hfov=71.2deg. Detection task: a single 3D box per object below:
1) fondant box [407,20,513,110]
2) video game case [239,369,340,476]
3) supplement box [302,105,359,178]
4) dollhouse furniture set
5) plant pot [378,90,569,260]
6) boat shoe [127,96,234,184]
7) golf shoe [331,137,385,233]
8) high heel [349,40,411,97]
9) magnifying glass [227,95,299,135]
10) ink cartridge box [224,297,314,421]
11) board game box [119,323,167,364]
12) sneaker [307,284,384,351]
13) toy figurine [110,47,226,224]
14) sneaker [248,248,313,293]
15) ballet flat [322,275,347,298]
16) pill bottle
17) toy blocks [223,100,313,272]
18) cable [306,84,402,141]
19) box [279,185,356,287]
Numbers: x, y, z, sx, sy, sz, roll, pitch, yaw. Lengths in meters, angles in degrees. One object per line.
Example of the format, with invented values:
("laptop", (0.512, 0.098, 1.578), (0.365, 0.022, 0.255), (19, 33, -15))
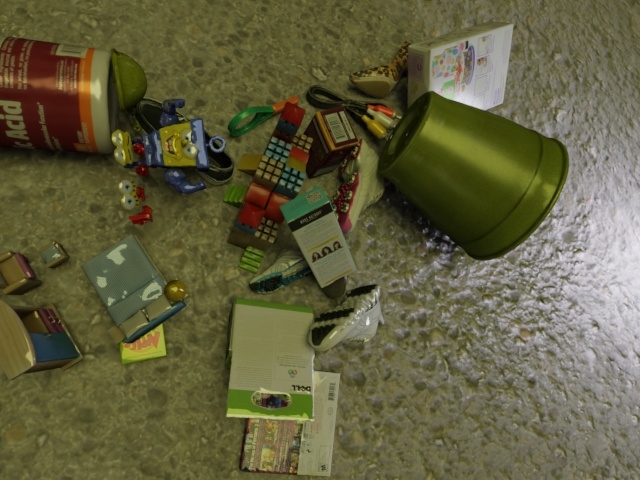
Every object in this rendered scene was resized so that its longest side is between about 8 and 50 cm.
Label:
("fondant box", (0.412, -0.488, 1.328), (0.330, 0.096, 0.239), (-26, 130, -23))
("video game case", (-0.067, 0.414, 1.038), (0.210, 0.042, 0.232), (11, 73, -15))
("supplement box", (0.013, -0.249, 1.156), (0.080, 0.188, 0.104), (-19, 83, -23))
("dollhouse furniture set", (-0.460, 0.075, 0.871), (0.303, 0.198, 0.287), (-33, 84, -12))
("plant pot", (0.353, -0.189, 1.153), (0.352, 0.366, 0.367), (28, 69, -11))
("boat shoe", (-0.337, -0.255, 1.088), (0.301, 0.102, 0.108), (41, 68, -5))
("golf shoe", (0.114, -0.134, 1.183), (0.140, 0.115, 0.307), (30, 55, -21))
("high heel", (0.191, -0.531, 1.347), (0.260, 0.093, 0.187), (-3, 71, -22))
("magnifying glass", (-0.148, -0.337, 1.189), (0.231, 0.092, 0.026), (-36, 86, -33))
("ink cartridge box", (-0.115, 0.271, 0.987), (0.188, 0.097, 0.256), (10, 54, -15))
("board game box", (-0.399, 0.173, 0.989), (0.092, 0.043, 0.182), (-7, 79, -20))
("sneaker", (0.077, 0.201, 1.059), (0.292, 0.109, 0.119), (-25, 100, -54))
("toy figurine", (-0.319, -0.226, 0.985), (0.216, 0.191, 0.363), (-7, 90, -7))
("sneaker", (-0.095, 0.067, 1.115), (0.190, 0.071, 0.083), (-23, 58, -19))
("ballet flat", (0.020, 0.026, 1.159), (0.084, 0.058, 0.250), (-20, 80, 22))
("pill bottle", (-0.645, -0.306, 0.934), (0.391, 0.224, 0.224), (1, 76, -18))
("toy blocks", (-0.109, -0.136, 1.048), (0.190, 0.261, 0.382), (23, 71, -12))
("cable", (0.107, -0.392, 1.288), (0.287, 0.072, 0.140), (30, 64, -9))
("box", (0.000, 0.000, 1.004), (0.100, 0.244, 0.060), (-27, 47, -3))
